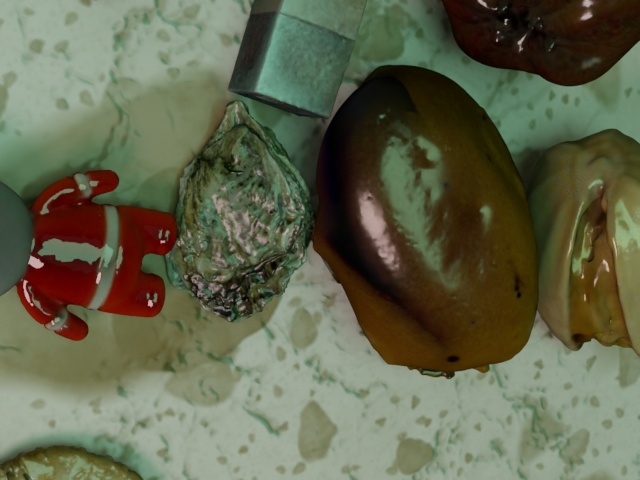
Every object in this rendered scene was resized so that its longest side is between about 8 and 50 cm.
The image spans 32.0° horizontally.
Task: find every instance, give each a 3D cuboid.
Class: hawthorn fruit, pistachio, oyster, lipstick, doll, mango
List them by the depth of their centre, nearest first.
[{"bbox_3d":[-0.233,0.006,0.879,0.245,0.076,0.142,7,94,-27],"label":"doll"},{"bbox_3d":[0.018,-0.291,0.935,0.076,0.079,0.372,17,91,-23],"label":"lipstick"},{"bbox_3d":[-0.066,-0.020,0.954,0.124,0.064,0.177,25,99,-9],"label":"oyster"},{"bbox_3d":[0.092,-0.012,0.968,0.201,0.152,0.287,-29,107,-13],"label":"mango"},{"bbox_3d":[0.212,-0.263,0.969,0.208,0.208,0.248,38,58,-23],"label":"hawthorn fruit"},{"bbox_3d":[0.269,0.010,1.057,0.157,0.157,0.230,-20,118,-19],"label":"pistachio"}]

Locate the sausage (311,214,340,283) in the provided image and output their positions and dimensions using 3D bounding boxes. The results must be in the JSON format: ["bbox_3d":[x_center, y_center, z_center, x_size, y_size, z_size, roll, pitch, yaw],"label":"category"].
[{"bbox_3d":[0.000,0.000,1.005,0.015,0.015,0.100,-35,109,-14],"label":"sausage"}]

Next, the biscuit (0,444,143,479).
[{"bbox_3d":[-0.232,0.279,0.942,0.219,0.033,0.220,-4,100,-22],"label":"biscuit"}]
